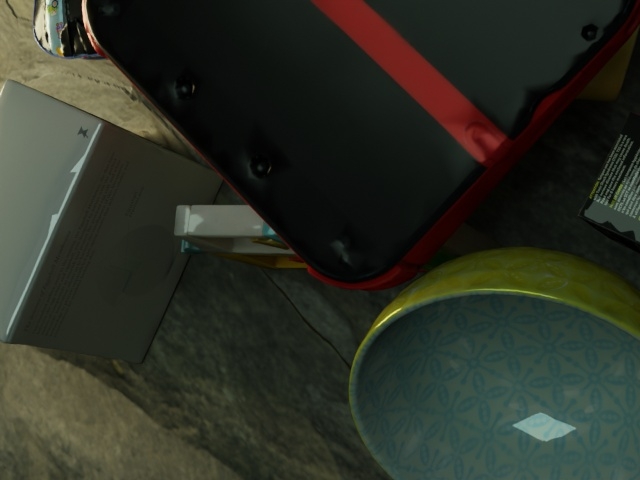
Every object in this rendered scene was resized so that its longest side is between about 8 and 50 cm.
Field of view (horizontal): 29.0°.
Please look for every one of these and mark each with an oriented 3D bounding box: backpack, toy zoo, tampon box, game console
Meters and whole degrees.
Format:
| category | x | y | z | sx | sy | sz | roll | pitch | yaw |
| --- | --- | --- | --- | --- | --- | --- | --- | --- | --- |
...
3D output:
| category | x | y | z | sx | sy | sz | roll | pitch | yaw |
| --- | --- | --- | --- | --- | --- | --- | --- | --- | --- |
| backpack | -0.231 | -0.272 | 1.342 | 0.158 | 0.117 | 0.173 | -2 | 79 | 24 |
| toy zoo | 0.000 | 0.000 | 1.144 | 0.293 | 0.192 | 0.030 | 1 | 80 | 25 |
| tampon box | 0.321 | -0.022 | 1.039 | 0.161 | 0.120 | 0.101 | 28 | 93 | 26 |
| game console | 0.011 | -0.187 | 0.988 | 0.386 | 0.060 | 0.342 | 45 | 108 | 13 |

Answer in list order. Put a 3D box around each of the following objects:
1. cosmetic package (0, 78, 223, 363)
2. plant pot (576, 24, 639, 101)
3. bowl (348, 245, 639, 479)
| category | x | y | z | sx | sy | sz | roll | pitch | yaw |
| --- | --- | --- | --- | --- | --- | --- | --- | --- | --- |
| cosmetic package | -0.246 | -0.012 | 1.241 | 0.138 | 0.224 | 0.224 | 24 | 90 | 26 |
| plant pot | 0.169 | -0.233 | 1.093 | 0.239 | 0.254 | 0.254 | 16 | 87 | 11 |
| bowl | 0.182 | 0.104 | 1.044 | 0.289 | 0.289 | 0.156 | -5 | 35 | 24 |
